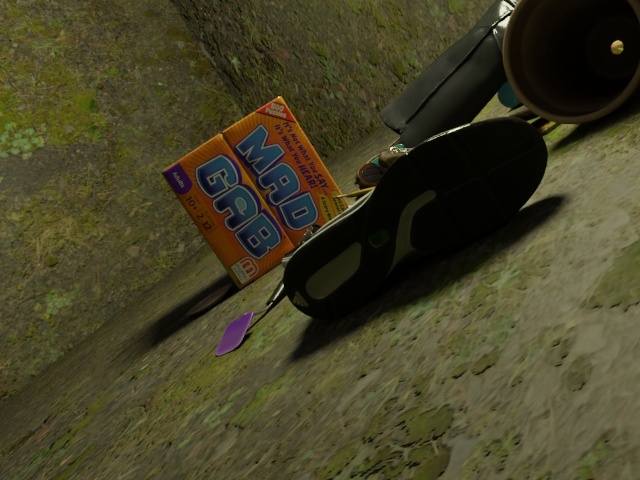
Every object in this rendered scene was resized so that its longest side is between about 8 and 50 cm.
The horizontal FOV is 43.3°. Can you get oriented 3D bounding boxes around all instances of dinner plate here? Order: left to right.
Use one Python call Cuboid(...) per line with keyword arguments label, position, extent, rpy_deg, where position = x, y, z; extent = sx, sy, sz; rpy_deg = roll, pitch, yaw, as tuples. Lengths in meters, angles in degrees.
Cuboid(label="dinner plate", position=(-0.286, 0.158, 2.091), extent=(0.141, 0.017, 0.141), rpy_deg=(-31, 9, 5))

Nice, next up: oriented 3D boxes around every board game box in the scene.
Cuboid(label="board game box", position=(-0.184, -0.130, 2.187), extent=(0.356, 0.357, 0.356), rpy_deg=(-34, 9, -7))

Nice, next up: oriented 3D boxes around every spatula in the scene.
Cuboid(label="spatula", position=(-0.116, 0.131, 1.589), extent=(0.084, 0.030, 0.296), rpy_deg=(-29, 10, 38))

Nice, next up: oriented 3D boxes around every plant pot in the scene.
Cuboid(label="plant pot", position=(0.497, -0.348, 1.461), extent=(0.263, 0.263, 0.229), rpy_deg=(-25, -6, 40))

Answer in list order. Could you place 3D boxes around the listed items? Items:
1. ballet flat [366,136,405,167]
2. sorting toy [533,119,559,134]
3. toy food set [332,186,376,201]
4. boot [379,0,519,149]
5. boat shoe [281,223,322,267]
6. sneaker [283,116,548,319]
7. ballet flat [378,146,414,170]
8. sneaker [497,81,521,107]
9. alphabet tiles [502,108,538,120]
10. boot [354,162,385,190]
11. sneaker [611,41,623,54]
Cuboid(label="ballet flat", position=(0.258, -0.257, 2.181), extent=(0.316, 0.108, 0.106), rpy_deg=(-28, -4, 25))
Cuboid(label="sorting toy", position=(0.353, -0.189, 1.635), extent=(0.274, 0.046, 0.132), rpy_deg=(-31, 9, 9))
Cuboid(label="toy food set", position=(0.129, -0.084, 1.820), extent=(0.128, 0.071, 0.218), rpy_deg=(-10, 1, -24))
Cuboid(label="boot", position=(0.386, -0.344, 1.916), extent=(0.445, 0.146, 0.367), rpy_deg=(-42, 44, 15))
Cuboid(label="boat shoe", position=(0.000, 0.000, 1.674), extent=(0.080, 0.076, 0.228), rpy_deg=(-8, -10, -44))
Cuboid(label="sneaker", position=(0.140, -0.064, 1.295), extent=(0.447, 0.169, 0.257), rpy_deg=(-33, 10, 14))
Cuboid(label="ballet flat", position=(0.246, -0.195, 1.904), extent=(0.249, 0.058, 0.084), rpy_deg=(-3, -18, 33))
Cuboid(label="sneaker", position=(0.522, -0.452, 2.051), extent=(0.092, 0.087, 0.229), rpy_deg=(-29, -32, -36))
Cuboid(label="alphabet tiles", position=(0.400, -0.251, 1.686), extent=(0.237, 0.009, 0.198), rpy_deg=(-20, -2, 7))
Cuboid(label="boot", position=(0.126, -0.134, 2.002), extent=(0.106, 0.082, 0.219), rpy_deg=(-40, -15, 29))
Cuboid(label="sneaker", position=(0.640, -0.393, 1.678), extent=(0.208, 0.094, 0.081), rpy_deg=(-15, -26, 0))
